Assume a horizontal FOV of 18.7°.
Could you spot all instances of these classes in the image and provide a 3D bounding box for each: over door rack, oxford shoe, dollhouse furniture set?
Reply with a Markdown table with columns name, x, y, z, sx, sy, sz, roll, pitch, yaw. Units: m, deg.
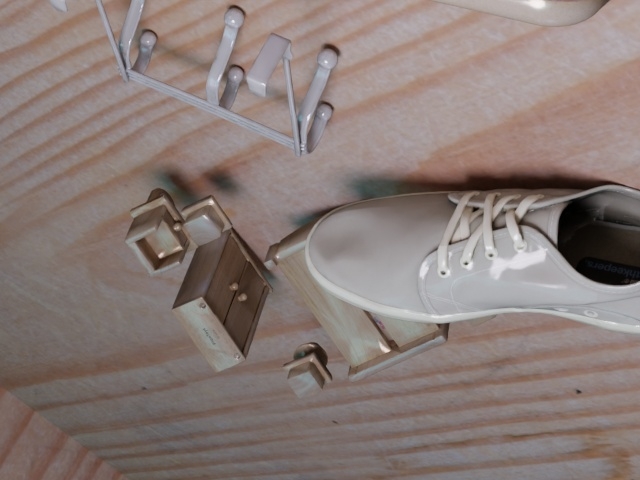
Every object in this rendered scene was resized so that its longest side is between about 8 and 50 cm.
| name | x | y | z | sx | sy | sz | roll | pitch | yaw |
| --- | --- | --- | --- | --- | --- | --- | --- | --- | --- |
| over door rack | -0.114 | -0.201 | 1.979 | 0.240 | 0.108 | 0.324 | 23 | 174 | 11 |
| oxford shoe | 0.190 | 0.003 | 2.027 | 0.449 | 0.169 | 0.130 | 6 | 150 | 24 |
| dollhouse furniture set | 0.000 | 0.000 | 2.337 | 0.356 | 0.174 | 0.303 | -24 | 115 | 23 |

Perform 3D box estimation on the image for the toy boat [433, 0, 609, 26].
| name | x | y | z | sx | sy | sz | roll | pitch | yaw |
| --- | --- | --- | --- | --- | --- | --- | --- | --- | --- |
| toy boat | 0.150 | -0.279 | 1.628 | 0.231 | 0.151 | 0.151 | 16 | 121 | 21 |
